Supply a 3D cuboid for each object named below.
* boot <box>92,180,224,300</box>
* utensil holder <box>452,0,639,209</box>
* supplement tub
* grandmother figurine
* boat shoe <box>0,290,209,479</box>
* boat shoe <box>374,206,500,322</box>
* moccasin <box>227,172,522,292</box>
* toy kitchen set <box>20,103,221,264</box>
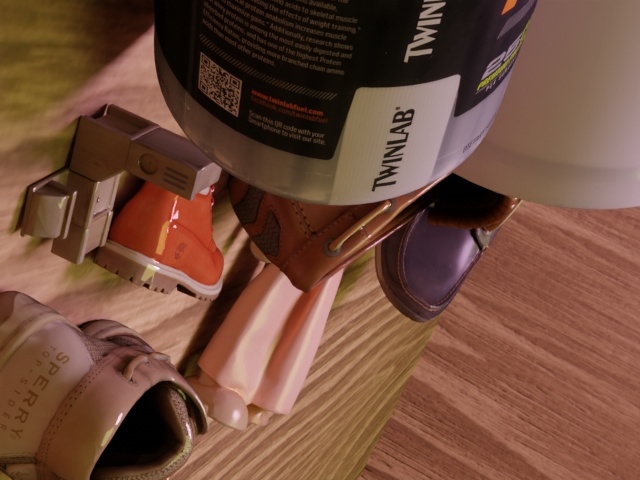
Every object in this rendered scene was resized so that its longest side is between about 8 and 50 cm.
[{"bbox_3d":[-0.089,-0.008,0.903,0.158,0.059,0.085,27,86,-78],"label":"boot"},{"bbox_3d":[0.205,-0.268,0.944,0.328,0.327,0.385,-53,163,-38],"label":"utensil holder"},{"bbox_3d":[0.022,-0.177,0.634,0.194,0.193,0.316,-55,167,-32],"label":"supplement tub"},{"bbox_3d":[0.000,0.000,1.218,0.342,0.104,0.208,-60,175,3],"label":"grandmother figurine"},{"bbox_3d":[-0.133,0.119,0.858,0.122,0.110,0.341,-61,169,-5],"label":"boat shoe"},{"bbox_3d":[0.175,-0.058,1.736,0.130,0.132,0.355,-40,-159,53],"label":"boat shoe"},{"bbox_3d":[0.114,-0.063,1.093,0.380,0.147,0.139,-22,163,-37],"label":"moccasin"},{"bbox_3d":[-0.108,-0.015,0.737,0.068,0.075,0.083,-40,151,-60],"label":"toy kitchen set"}]
